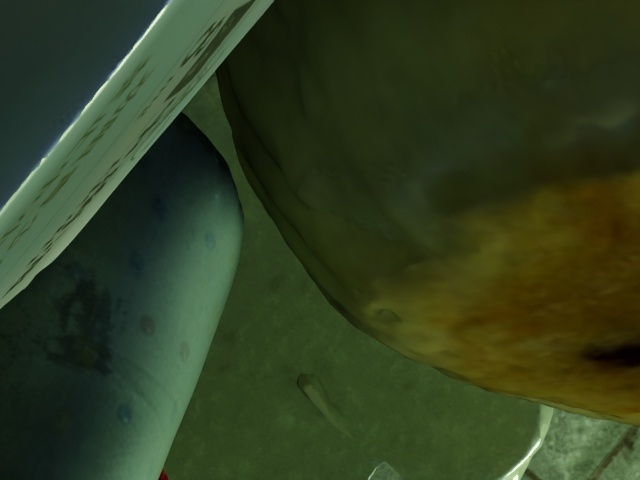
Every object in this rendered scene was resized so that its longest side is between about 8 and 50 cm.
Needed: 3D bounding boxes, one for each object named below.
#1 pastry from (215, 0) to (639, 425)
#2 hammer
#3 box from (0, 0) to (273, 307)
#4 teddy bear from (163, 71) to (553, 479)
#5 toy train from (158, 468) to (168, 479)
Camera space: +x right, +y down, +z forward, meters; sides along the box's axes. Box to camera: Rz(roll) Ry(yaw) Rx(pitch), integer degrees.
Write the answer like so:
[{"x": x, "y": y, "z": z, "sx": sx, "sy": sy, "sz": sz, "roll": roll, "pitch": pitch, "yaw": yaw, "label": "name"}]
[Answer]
[{"x": 0.151, "y": -0.108, "z": 0.732, "sx": 0.388, "sy": 0.388, "sz": 0.312, "roll": 134, "pitch": -40, "yaw": -53, "label": "pastry"}, {"x": -0.159, "y": 0.071, "z": 0.739, "sx": 0.335, "sy": 0.119, "sz": 0.206, "roll": -30, "pitch": -148, "yaw": 53, "label": "hammer"}, {"x": -0.079, "y": -0.038, "z": 0.470, "sx": 0.155, "sy": 0.067, "sz": 0.243, "roll": -47, "pitch": -177, "yaw": 14, "label": "box"}, {"x": 0.000, "y": 0.000, "z": 1.172, "sx": 0.327, "sy": 0.375, "sz": 0.362, "roll": -38, "pitch": 172, "yaw": 17, "label": "teddy bear"}, {"x": -0.153, "y": 0.097, "z": 1.480, "sx": 0.163, "sy": 0.232, "sz": 0.369, "roll": -51, "pitch": -178, "yaw": 43, "label": "toy train"}]
